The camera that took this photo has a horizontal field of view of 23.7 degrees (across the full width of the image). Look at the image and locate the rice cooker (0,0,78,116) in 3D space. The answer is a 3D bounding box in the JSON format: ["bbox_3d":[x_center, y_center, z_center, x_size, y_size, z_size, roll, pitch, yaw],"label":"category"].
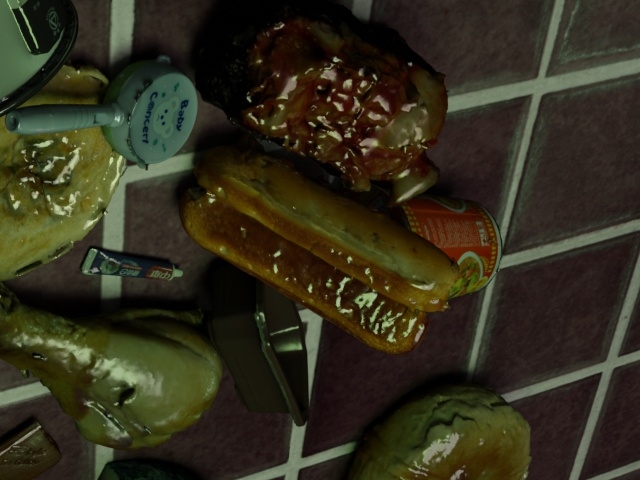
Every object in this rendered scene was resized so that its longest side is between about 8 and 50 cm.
[{"bbox_3d":[-0.355,-0.217,1.394,0.241,0.280,0.227,0,135,18],"label":"rice cooker"}]

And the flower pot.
[{"bbox_3d":[-0.082,0.124,1.972,0.084,0.179,0.251,-10,138,8],"label":"flower pot"}]

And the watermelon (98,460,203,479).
[{"bbox_3d":[-0.232,0.408,2.155,0.226,0.148,0.318,-23,153,7],"label":"watermelon"}]

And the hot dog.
[{"bbox_3d":[0.000,0.000,1.830,0.158,0.349,0.117,-62,179,37],"label":"hot dog"}]

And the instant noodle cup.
[{"bbox_3d":[0.126,0.015,2.010,0.212,0.193,0.193,-3,128,-44],"label":"instant noodle cup"}]

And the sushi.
[{"bbox_3d":[0.013,-0.160,1.761,0.343,0.182,0.196,20,120,-42],"label":"sushi"}]

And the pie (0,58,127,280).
[{"bbox_3d":[-0.322,-0.076,1.662,0.274,0.055,0.274,-29,137,-31],"label":"pie"}]

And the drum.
[{"bbox_3d":[-0.224,-0.152,1.637,0.253,0.049,0.130,14,99,-57],"label":"drum"}]

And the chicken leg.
[{"bbox_3d":[-0.291,0.130,1.842,0.429,0.153,0.201,27,95,-39],"label":"chicken leg"}]

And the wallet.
[{"bbox_3d":[-0.422,0.304,1.970,0.176,0.026,0.095,-32,141,-8],"label":"wallet"}]

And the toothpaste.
[{"bbox_3d":[-0.228,0.033,1.876,0.140,0.021,0.037,9,118,-38],"label":"toothpaste"}]

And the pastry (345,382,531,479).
[{"bbox_3d":[0.187,0.361,2.382,0.330,0.136,0.329,-20,134,-22],"label":"pastry"}]
